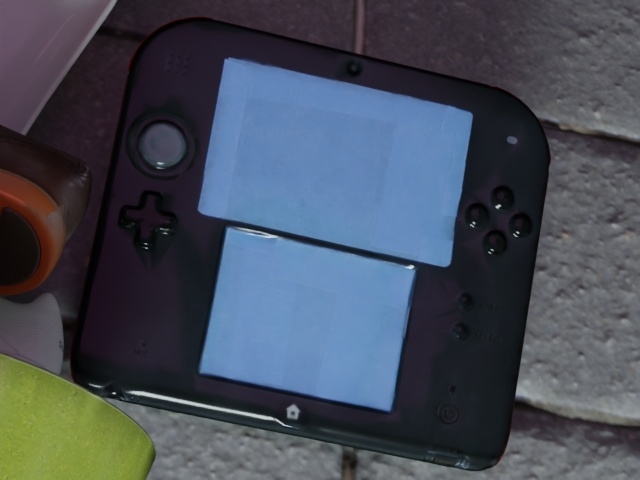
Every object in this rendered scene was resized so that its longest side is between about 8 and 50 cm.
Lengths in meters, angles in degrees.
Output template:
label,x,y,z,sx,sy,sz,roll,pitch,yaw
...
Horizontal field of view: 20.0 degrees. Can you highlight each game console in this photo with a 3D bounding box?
label,x,y,z,sx,sy,sz,roll,pitch,yaw
game console,0.000,0.000,1.575,0.386,0.060,0.342,12,73,-10

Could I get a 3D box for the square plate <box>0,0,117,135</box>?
label,x,y,z,sx,sy,sz,roll,pitch,yaw
square plate,-0.400,-0.167,1.575,0.344,0.049,0.347,29,71,1

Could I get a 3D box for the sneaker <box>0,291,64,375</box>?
label,x,y,z,sx,sy,sz,roll,pitch,yaw
sneaker,-0.345,0.072,1.446,0.297,0.111,0.129,17,51,-14

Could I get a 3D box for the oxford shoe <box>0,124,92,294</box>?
label,x,y,z,sx,sy,sz,roll,pitch,yaw
oxford shoe,-0.358,-0.061,1.437,0.363,0.130,0.133,19,35,7

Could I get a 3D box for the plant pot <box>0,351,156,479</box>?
label,x,y,z,sx,sy,sz,roll,pitch,yaw
plant pot,-0.287,0.246,1.266,0.274,0.275,0.294,18,66,-6
